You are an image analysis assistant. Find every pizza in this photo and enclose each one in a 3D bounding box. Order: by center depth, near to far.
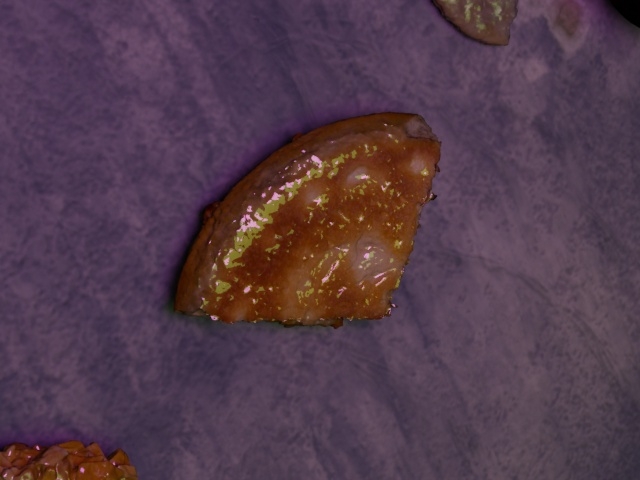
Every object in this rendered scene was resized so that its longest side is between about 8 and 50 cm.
[{"bbox_3d":[0.000,0.000,1.485,0.335,0.086,0.226,-39,120,-11],"label":"pizza"}]

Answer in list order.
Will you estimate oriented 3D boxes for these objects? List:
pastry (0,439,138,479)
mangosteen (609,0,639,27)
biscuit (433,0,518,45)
[{"bbox_3d":[-0.292,0.273,1.397,0.250,0.102,0.154,6,88,-24],"label":"pastry"},{"bbox_3d":[0.394,-0.319,1.533,0.210,0.210,0.210,-6,105,-24],"label":"mangosteen"},{"bbox_3d":[0.161,-0.335,1.511,0.133,0.032,0.250,-2,103,-26],"label":"biscuit"}]
